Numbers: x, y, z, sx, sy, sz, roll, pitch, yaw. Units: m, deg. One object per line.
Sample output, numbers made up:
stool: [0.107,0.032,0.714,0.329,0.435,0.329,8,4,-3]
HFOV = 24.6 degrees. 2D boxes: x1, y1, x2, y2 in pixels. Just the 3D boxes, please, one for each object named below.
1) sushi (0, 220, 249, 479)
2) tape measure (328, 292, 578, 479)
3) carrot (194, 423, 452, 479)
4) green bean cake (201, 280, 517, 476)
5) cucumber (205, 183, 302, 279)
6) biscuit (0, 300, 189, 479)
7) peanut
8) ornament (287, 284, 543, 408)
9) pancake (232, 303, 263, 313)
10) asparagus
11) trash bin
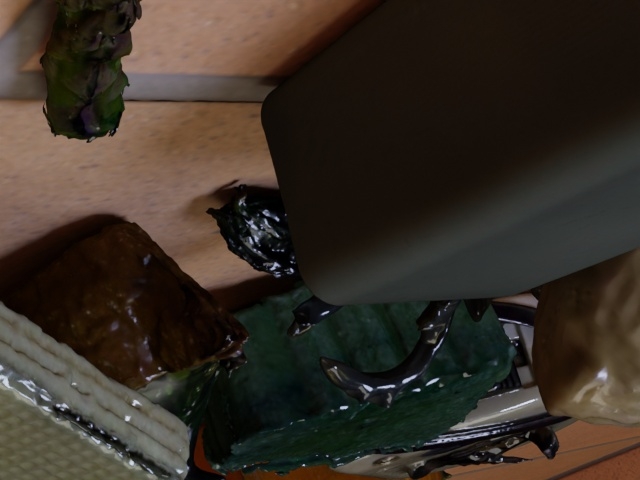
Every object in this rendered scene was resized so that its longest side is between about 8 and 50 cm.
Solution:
sushi: [-0.118,0.086,0.809,0.287,0.140,0.149,-32,162,31]
tape measure: [0.123,0.129,1.233,0.231,0.133,0.271,-21,161,16]
carrot: [0.008,0.260,1.423,0.331,0.193,0.214,-4,141,-41]
green bean cake: [0.008,0.095,0.997,0.208,0.107,0.193,-17,162,-20]
cucumber: [0.000,0.000,0.822,0.053,0.053,0.181,-27,159,31]
biscuit: [-0.194,0.068,0.666,0.150,0.052,0.252,-27,133,28]
peanut: [0.219,-0.020,0.722,0.298,0.120,0.136,-43,157,3]
ornament: [0.089,0.022,0.820,0.236,0.080,0.202,-31,156,-18]
pancake: [-0.051,0.068,1.043,0.108,0.017,0.108,-18,163,-6]
asparagus: [-0.079,-0.075,0.516,0.036,0.030,0.165,12,159,-10]
trash bin: [0.109,-0.062,0.597,0.164,0.122,0.240,0,159,-44]
